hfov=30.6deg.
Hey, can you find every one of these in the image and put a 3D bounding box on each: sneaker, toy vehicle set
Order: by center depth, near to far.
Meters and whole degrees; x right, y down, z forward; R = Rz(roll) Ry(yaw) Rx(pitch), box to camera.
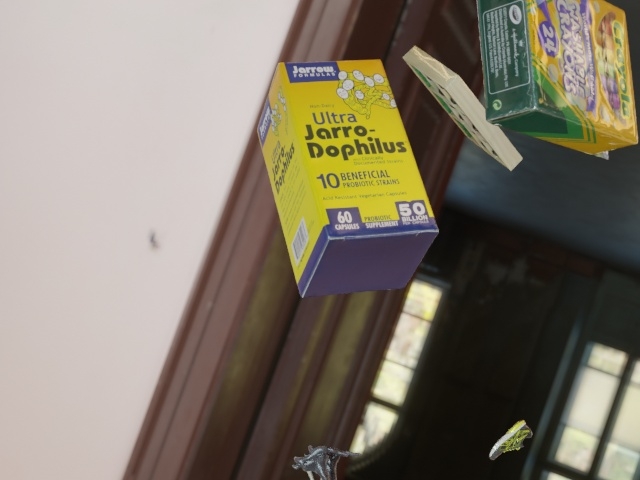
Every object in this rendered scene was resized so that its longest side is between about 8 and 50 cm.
[{"bbox_3d":[0.308,0.329,1.889,0.035,0.083,0.031,45,-175,12],"label":"sneaker"},{"bbox_3d":[0.280,-0.259,2.292,0.267,0.035,0.166,44,-178,-39],"label":"toy vehicle set"}]

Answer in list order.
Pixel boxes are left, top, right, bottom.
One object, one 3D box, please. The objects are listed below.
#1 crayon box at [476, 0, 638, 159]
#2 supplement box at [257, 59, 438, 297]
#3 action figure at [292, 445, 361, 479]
[{"bbox_3d":[0.343,-0.240,1.611,0.083,0.203,0.323,-12,166,40],"label":"crayon box"},{"bbox_3d":[0.037,-0.108,1.976,0.194,0.357,0.195,-5,149,-19],"label":"supplement box"},{"bbox_3d":[0.008,0.472,1.876,0.140,0.276,0.164,5,168,14],"label":"action figure"}]
